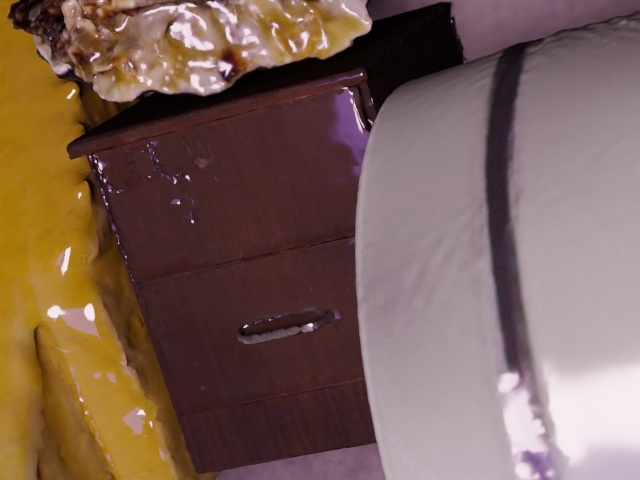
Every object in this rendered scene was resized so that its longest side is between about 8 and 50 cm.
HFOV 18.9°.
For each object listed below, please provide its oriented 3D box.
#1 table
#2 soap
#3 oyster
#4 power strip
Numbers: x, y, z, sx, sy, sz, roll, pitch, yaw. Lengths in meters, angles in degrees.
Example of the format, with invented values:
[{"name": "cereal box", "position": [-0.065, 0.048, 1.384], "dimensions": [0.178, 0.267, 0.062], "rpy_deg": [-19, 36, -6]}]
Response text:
[{"name": "table", "position": [0.000, 0.000, 1.030], "dimensions": [0.169, 0.172, 0.193], "rpy_deg": [-12, 104, 23]}, {"name": "soap", "position": [-0.189, 0.010, 1.031], "dimensions": [0.169, 0.304, 0.339], "rpy_deg": [-18, 101, 21]}, {"name": "oyster", "position": [-0.068, -0.172, 0.996], "dimensions": [0.222, 0.083, 0.214], "rpy_deg": [-10, 63, 15]}, {"name": "power strip", "position": [0.149, 0.055, 0.918], "dimensions": [0.161, 0.357, 0.357], "rpy_deg": [-14, 103, 22]}]
